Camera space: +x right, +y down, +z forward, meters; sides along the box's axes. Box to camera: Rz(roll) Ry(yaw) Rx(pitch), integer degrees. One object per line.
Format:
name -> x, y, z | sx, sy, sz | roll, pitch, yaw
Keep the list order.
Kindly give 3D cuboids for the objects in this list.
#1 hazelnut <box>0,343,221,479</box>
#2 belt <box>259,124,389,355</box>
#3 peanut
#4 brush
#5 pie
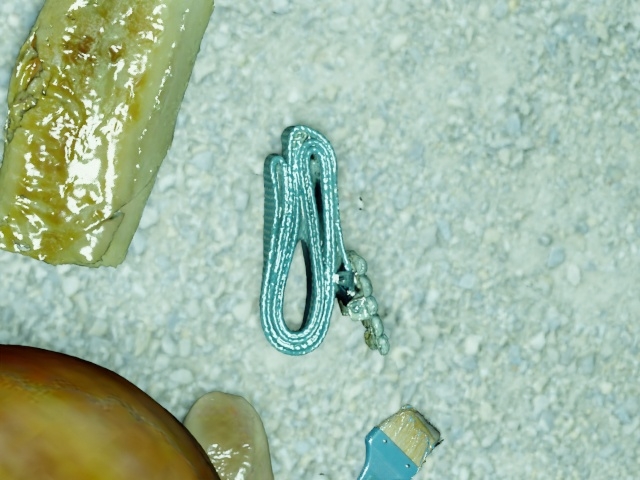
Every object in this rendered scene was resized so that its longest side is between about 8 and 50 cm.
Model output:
hazelnut -> -0.223, 0.275, 1.295 | 0.359, 0.359, 0.409 | 13, 98, -17
belt -> 0.001, 0.000, 1.511 | 0.100, 0.065, 0.179 | -1, 95, -7
peanut -> -0.071, 0.190, 1.496 | 0.076, 0.076, 0.152 | -9, 98, -16
brush -> 0.029, 0.202, 1.556 | 0.051, 0.014, 0.164 | 45, 82, -14
pie -> -0.161, -0.119, 1.446 | 0.128, 0.068, 0.282 | 16, 94, -6
